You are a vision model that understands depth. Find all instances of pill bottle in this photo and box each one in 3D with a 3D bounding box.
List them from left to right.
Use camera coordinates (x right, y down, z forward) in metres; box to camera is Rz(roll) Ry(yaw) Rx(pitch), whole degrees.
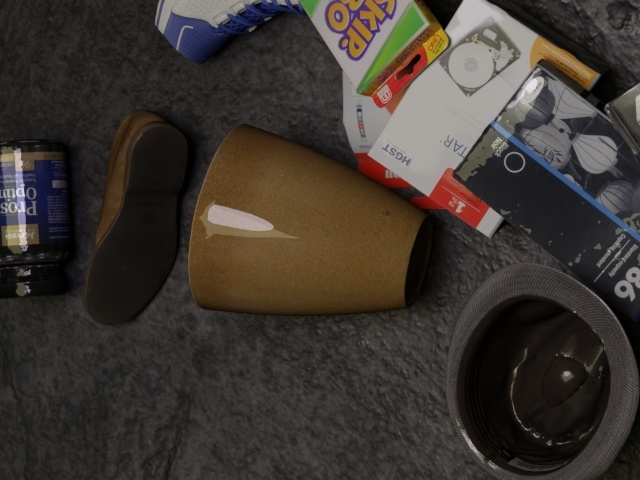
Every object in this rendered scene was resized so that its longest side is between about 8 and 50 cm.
[{"bbox_3d":[-0.414,-0.029,2.212,0.123,0.123,0.219,-5,89,32],"label":"pill bottle"}]

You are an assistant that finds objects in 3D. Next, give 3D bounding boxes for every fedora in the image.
[{"bbox_3d":[0.271,0.152,1.794,0.244,0.124,0.275,30,115,30],"label":"fedora"}]

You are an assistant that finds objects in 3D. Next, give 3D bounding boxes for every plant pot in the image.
[{"bbox_3d":[0.000,0.000,1.918,0.254,0.237,0.237,14,99,16],"label":"plant pot"}]

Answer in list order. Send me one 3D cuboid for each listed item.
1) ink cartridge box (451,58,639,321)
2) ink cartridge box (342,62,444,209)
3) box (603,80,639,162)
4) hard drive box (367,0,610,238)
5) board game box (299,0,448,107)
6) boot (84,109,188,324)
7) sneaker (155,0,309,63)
[{"bbox_3d":[0.324,-0.037,1.733,0.333,0.065,0.165,37,110,4],"label":"ink cartridge box"},{"bbox_3d":[0.096,-0.128,1.942,0.145,0.045,0.179,1,89,32],"label":"ink cartridge box"},{"bbox_3d":[0.539,-0.121,1.572,0.395,0.097,0.318,-34,88,20],"label":"box"},{"bbox_3d":[0.196,-0.151,1.825,0.181,0.089,0.232,34,111,8],"label":"hard drive box"},{"bbox_3d":[0.041,-0.289,1.834,0.124,0.039,0.259,-44,67,28],"label":"board game box"},{"bbox_3d":[-0.260,-0.033,2.152,0.115,0.112,0.305,44,121,55],"label":"boot"},{"bbox_3d":[-0.061,-0.325,1.982,0.315,0.127,0.182,-48,66,22],"label":"sneaker"}]
